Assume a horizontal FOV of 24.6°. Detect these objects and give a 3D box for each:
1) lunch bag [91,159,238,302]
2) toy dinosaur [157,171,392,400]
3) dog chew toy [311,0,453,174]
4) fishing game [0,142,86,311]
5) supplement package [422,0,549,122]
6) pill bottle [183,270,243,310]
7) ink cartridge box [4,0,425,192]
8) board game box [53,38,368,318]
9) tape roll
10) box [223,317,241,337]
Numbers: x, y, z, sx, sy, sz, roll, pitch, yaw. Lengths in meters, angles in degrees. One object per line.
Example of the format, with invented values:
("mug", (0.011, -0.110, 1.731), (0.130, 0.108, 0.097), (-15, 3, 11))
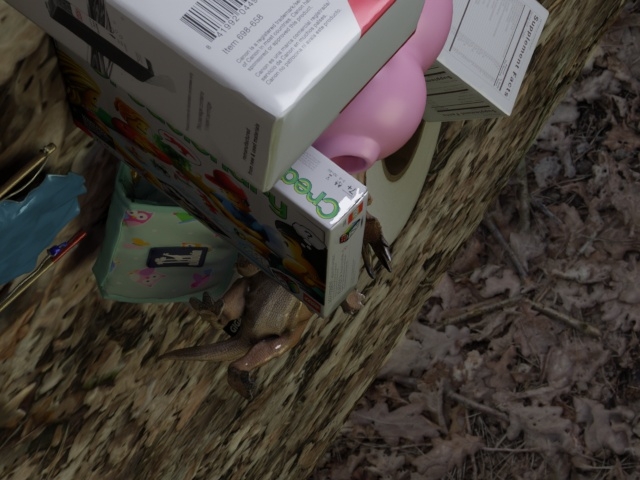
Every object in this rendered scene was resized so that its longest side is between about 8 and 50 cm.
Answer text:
("lunch bag", (-0.120, -0.051, 1.549), (0.262, 0.160, 0.223), (-36, 167, -28))
("toy dinosaur", (-0.030, 0.049, 1.541), (0.295, 0.127, 0.200), (-45, 179, 22))
("dog chew toy", (0.024, -0.212, 1.242), (0.206, 0.207, 0.331), (92, -2, -67))
("fishing game", (-0.292, 0.001, 1.341), (0.189, 0.041, 0.264), (-44, 170, -10))
("supplement package", (0.099, -0.242, 1.548), (0.134, 0.244, 0.139), (1, -116, 52))
("pill bottle", (-0.108, 0.027, 1.880), (0.108, 0.108, 0.180), (-59, 167, 19))
("ink cartridge box", (-0.083, -0.199, 1.069), (0.197, 0.273, 0.114), (-48, 169, -25))
("board game box", (-0.095, -0.074, 1.253), (0.053, 0.305, 0.193), (-48, 164, -20))
("tape roll", (0.075, -0.178, 1.790), (0.392, 0.072, 0.392), (12, 90, -73))
("box", (0.000, 0.000, 2.164), (0.257, 0.079, 0.322), (-45, 172, -42))
